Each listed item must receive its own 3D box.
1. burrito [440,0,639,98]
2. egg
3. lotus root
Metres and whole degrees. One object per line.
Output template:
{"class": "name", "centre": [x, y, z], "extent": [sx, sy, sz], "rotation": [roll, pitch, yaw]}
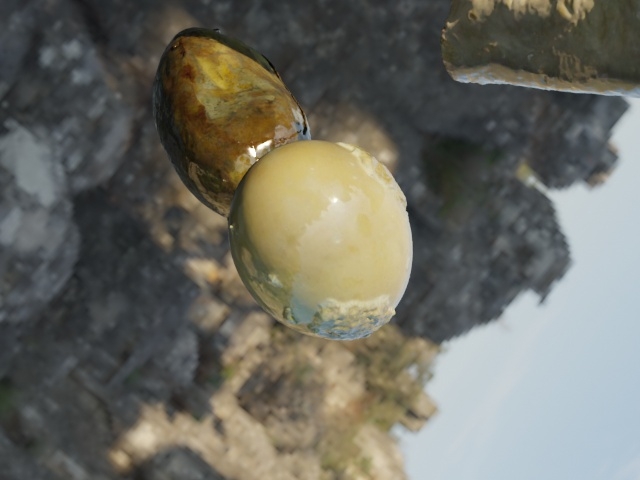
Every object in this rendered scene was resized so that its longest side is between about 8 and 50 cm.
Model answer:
{"class": "burrito", "centre": [0.243, -0.193, 1.356], "extent": [0.299, 0.143, 0.105], "rotation": [5, -146, 46]}
{"class": "egg", "centre": [0.003, 0.000, 1.316], "extent": [0.164, 0.164, 0.201], "rotation": [-50, 140, -21]}
{"class": "lotus root", "centre": [-0.106, -0.127, 1.715], "extent": [0.152, 0.160, 0.275], "rotation": [-63, -145, 26]}
